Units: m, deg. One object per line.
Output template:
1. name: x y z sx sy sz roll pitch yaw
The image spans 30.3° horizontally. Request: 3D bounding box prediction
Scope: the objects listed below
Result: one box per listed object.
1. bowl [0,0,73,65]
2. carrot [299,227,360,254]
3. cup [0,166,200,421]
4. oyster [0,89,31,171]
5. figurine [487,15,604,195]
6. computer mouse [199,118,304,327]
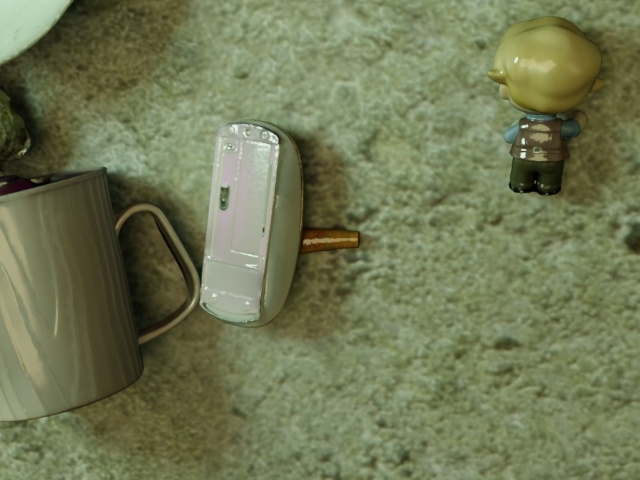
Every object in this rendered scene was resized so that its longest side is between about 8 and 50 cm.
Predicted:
1. bowl: -0.468 -0.396 1.329 0.435 0.196 0.435 -3 103 -12
2. carrot: 0.000 0.000 1.411 0.093 0.032 0.032 -2 100 11
3. cup: -0.313 0.048 1.427 0.208 0.288 0.273 -2 104 50
4. oyster: -0.438 -0.120 1.398 0.177 0.064 0.125 -20 106 -15
5. figurine: 0.247 -0.147 1.299 0.114 0.108 0.196 8 120 22
6. computer mouse: -0.083 -0.020 1.400 0.126 0.056 0.245 10 99 30
